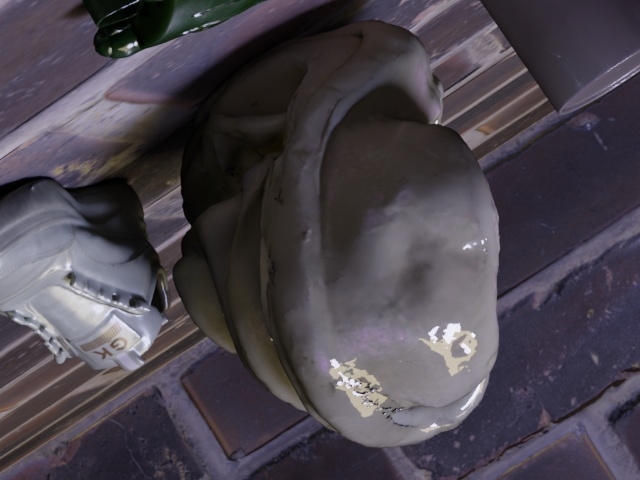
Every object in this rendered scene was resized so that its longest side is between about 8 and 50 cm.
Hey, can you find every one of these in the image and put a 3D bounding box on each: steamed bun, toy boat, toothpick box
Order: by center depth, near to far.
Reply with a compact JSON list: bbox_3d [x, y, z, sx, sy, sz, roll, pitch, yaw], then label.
[{"bbox_3d":[-0.043,-0.165,0.961,0.210,0.052,0.104,-30,172,-28],"label":"toy boat"},{"bbox_3d":[0.165,-0.193,1.173,0.111,0.180,0.111,-32,172,-5],"label":"toothpick box"},{"bbox_3d":[0.000,0.000,1.351,0.247,0.352,0.339,-8,155,-8],"label":"steamed bun"}]

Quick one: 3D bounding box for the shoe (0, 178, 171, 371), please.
[{"bbox_3d":[-0.201,0.042,1.337,0.124,0.159,0.316,-33,177,18],"label":"shoe"}]
